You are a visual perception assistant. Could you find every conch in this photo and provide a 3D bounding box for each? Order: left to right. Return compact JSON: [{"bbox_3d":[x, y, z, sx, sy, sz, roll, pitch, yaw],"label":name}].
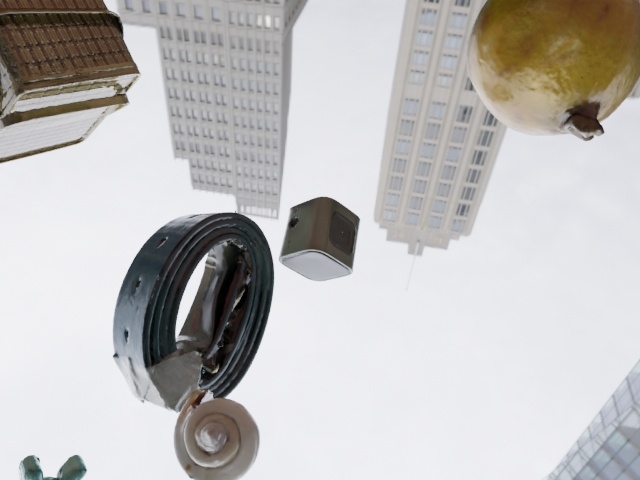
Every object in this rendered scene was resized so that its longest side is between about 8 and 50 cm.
[{"bbox_3d":[-0.175,0.347,0.892,0.158,0.255,0.127,27,-124,17],"label":"conch"}]

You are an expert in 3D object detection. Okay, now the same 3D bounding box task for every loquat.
[{"bbox_3d":[0.294,-0.220,0.670,0.214,0.213,0.246,-2,-120,-7],"label":"loquat"}]

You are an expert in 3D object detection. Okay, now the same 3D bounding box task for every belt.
[{"bbox_3d":[-0.270,0.145,1.161,0.173,0.300,0.436,-5,-117,44],"label":"belt"}]

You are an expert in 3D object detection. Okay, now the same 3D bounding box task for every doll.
[{"bbox_3d":[-0.539,0.502,1.061,0.059,0.159,0.158,32,-90,43],"label":"doll"}]

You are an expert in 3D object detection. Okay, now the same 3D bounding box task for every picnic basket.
[{"bbox_3d":[-0.482,-0.267,0.918,0.228,0.313,0.175,-31,-84,-48],"label":"picnic basket"}]

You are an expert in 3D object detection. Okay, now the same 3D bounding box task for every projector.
[{"bbox_3d":[0.000,0.000,0.724,0.083,0.083,0.082,-16,-128,41],"label":"projector"}]
